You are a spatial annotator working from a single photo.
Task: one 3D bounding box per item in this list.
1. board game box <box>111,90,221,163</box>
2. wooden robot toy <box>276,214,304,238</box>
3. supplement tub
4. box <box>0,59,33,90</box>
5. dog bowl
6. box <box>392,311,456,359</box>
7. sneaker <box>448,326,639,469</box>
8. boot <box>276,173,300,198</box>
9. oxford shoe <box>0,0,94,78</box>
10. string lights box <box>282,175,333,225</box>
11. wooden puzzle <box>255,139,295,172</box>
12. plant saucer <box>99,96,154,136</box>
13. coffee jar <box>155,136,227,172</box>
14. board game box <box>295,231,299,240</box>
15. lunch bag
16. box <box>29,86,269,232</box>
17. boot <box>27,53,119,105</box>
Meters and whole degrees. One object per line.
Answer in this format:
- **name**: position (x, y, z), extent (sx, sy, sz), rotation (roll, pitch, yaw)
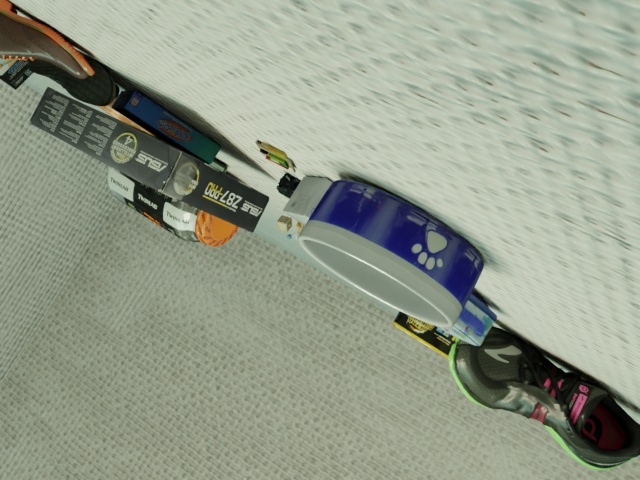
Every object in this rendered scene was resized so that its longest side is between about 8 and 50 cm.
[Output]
- **board game box**: position (-0.323, -0.237, 1.921), extent (0.210, 0.047, 0.160), rotation (32, 175, -23)
- **wooden robot toy**: position (-0.028, -0.036, 2.163), extent (0.173, 0.076, 0.079), rotation (29, 139, 34)
- **supplement tub**: position (-0.368, -0.129, 2.383), extent (0.338, 0.207, 0.207), rotation (30, 175, 27)
- **box**: position (-0.716, -0.440, 1.884), extent (0.169, 0.087, 0.290), rotation (45, 179, 17)
- **dog bowl**: position (0.104, 0.021, 1.366), extent (0.265, 0.104, 0.265), rotation (30, 171, 5)
- **box**: position (0.323, 0.235, 2.233), extent (0.257, 0.079, 0.322), rotation (33, -175, 13)
- **sneaker**: position (0.493, 0.319, 1.954), extent (0.483, 0.185, 0.202), rotation (29, 158, -9)
- **boot**: position (-0.029, -0.075, 1.725), extent (0.099, 0.045, 0.121), rotation (28, 167, 16)
- **oxford shoe**: position (-0.552, -0.367, 1.726), extent (0.271, 0.098, 0.097), rotation (32, 175, 0)
- **string lights box**: position (0.074, -0.007, 1.566), extent (0.260, 0.076, 0.133), rotation (33, 175, -18)
- **wooden puzzle**: position (-0.076, -0.139, 1.547), extent (0.079, 0.014, 0.116), rotation (31, 176, 16)
- **plant saucer**: position (-0.471, -0.308, 2.207), extent (0.200, 0.037, 0.200), rotation (31, 176, 2)
- **coffee jar**: position (-0.315, -0.190, 2.178), extent (0.184, 0.079, 0.096), rotation (33, 175, -8)
- **board game box**: position (0.000, 0.000, 2.228), extent (0.090, 0.020, 0.090), rotation (31, -153, 28)
- **lunch bag**: position (0.226, 0.112, 1.754), extent (0.219, 0.090, 0.176), rotation (36, 175, -40)
- **box**: position (-0.338, -0.160, 1.851), extent (0.395, 0.097, 0.318), rotation (26, 178, 30)
- **boot**: position (-0.459, -0.324, 1.862), extent (0.246, 0.083, 0.161), rotation (29, -173, 30)
